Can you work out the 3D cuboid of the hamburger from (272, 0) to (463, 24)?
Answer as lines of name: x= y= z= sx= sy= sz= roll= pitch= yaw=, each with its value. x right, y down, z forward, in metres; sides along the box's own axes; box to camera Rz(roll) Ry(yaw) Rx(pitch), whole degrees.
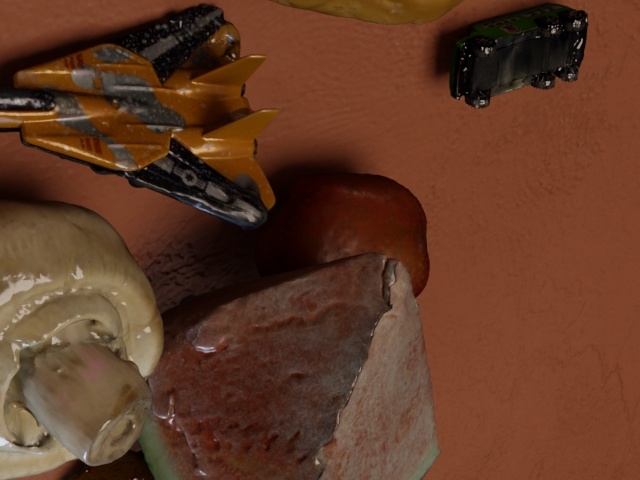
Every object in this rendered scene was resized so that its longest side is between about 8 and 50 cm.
hamburger: x=0.037 y=-0.323 z=1.455 sx=0.318 sy=0.158 sz=0.318 roll=-22 pitch=128 yaw=-31

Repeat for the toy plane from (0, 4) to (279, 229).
toy plane: x=-0.193 y=-0.097 z=1.445 sx=0.316 sy=0.204 sz=0.103 roll=-5 pitch=161 yaw=-22

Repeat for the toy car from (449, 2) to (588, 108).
toy car: x=0.188 y=-0.184 z=1.747 sx=0.165 sy=0.062 sz=0.071 roll=-19 pitch=128 yaw=-31

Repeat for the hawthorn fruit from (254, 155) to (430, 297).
hawthorn fruit: x=0.000 y=0.000 z=1.660 sx=0.203 sy=0.162 sz=0.162 roll=24 pitch=101 yaw=-27

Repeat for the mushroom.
mushroom: x=-0.231 y=0.100 z=1.450 sx=0.260 sy=0.234 sz=0.254 roll=24 pitch=104 yaw=-47

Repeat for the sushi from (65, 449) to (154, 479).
sushi: x=-0.210 y=0.238 z=1.696 sx=0.120 sy=0.055 sz=0.052 roll=-42 pitch=149 yaw=1

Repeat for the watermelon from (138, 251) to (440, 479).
watermelon: x=-0.008 y=0.127 z=1.614 sx=0.292 sy=0.283 sz=0.250 roll=-42 pitch=171 yaw=9
